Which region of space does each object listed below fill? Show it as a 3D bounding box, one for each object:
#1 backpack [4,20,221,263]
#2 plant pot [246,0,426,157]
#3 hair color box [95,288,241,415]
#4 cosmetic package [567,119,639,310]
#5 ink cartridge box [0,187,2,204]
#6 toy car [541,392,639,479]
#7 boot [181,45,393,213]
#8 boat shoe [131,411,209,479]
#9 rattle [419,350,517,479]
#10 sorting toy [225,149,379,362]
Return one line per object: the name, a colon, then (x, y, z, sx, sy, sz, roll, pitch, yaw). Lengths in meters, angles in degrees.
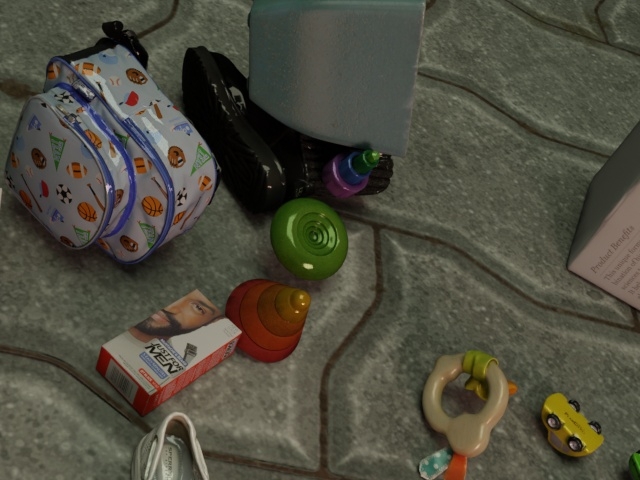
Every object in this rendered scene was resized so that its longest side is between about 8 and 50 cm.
backpack: (-0.279, -0.105, 1.240, 0.263, 0.276, 0.213, 40, 48, 4)
plant pot: (0.020, -0.299, 1.394, 0.252, 0.247, 0.247, 5, 35, 1)
hair color box: (-0.194, 0.141, 1.182, 0.093, 0.053, 0.167, 41, 43, 16)
cosmetic package: (0.715, -0.045, 1.620, 0.394, 0.329, 0.327, 31, 43, 3)
ink cartridge box: (-0.459, -0.005, 1.162, 0.090, 0.092, 0.143, 7, 45, -20)
toy car: (0.430, 0.337, 1.307, 0.225, 0.053, 0.239, 8, 46, -21)
boot: (-0.061, -0.193, 1.519, 0.260, 0.131, 0.348, -15, 63, -33)
boat shoe: (-0.158, 0.315, 0.996, 0.098, 0.096, 0.277, 3, 48, -25)
rattle: (0.210, 0.267, 1.282, 0.130, 0.142, 0.199, -3, 59, 14)
sorting toy: (0.000, 0.000, 1.288, 0.127, 0.126, 0.365, 37, 58, -14)
